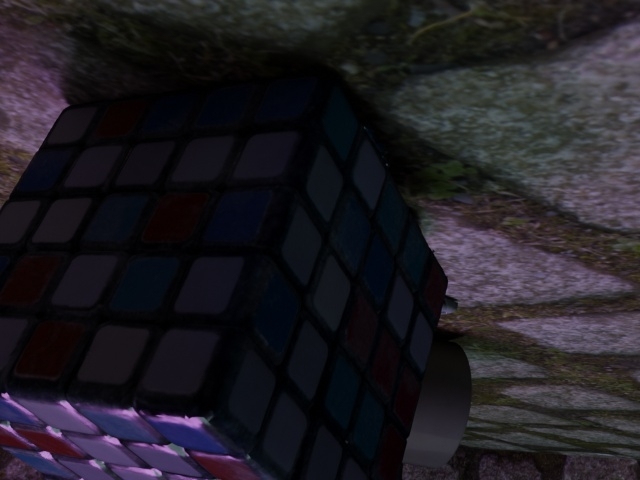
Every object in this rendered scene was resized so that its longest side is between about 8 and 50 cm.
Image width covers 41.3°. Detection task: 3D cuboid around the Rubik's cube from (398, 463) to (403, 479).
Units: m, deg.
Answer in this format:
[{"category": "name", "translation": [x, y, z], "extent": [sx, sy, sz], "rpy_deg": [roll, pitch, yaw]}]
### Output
[{"category": "Rubik's cube", "translation": [-0.012, 0.353, 1.691], "extent": [0.310, 0.307, 0.305], "rpy_deg": [13, 161, -21]}]

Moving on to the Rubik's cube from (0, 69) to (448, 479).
[{"category": "Rubik's cube", "translation": [-0.092, 0.068, 0.708], "extent": [0.293, 0.287, 0.292], "rpy_deg": [0, 143, 28]}]

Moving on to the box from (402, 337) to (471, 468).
[{"category": "box", "translation": [0.145, 0.272, 1.485], "extent": [0.149, 0.226, 0.226], "rpy_deg": [14, 163, -15]}]

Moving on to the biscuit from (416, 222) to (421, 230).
[{"category": "biscuit", "translation": [0.000, 0.000, 0.928], "extent": [0.220, 0.066, 0.220], "rpy_deg": [8, 163, 2]}]

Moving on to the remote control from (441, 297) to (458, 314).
[{"category": "remote control", "translation": [0.117, 0.081, 1.202], "extent": [0.166, 0.029, 0.065], "rpy_deg": [22, 159, -37]}]
